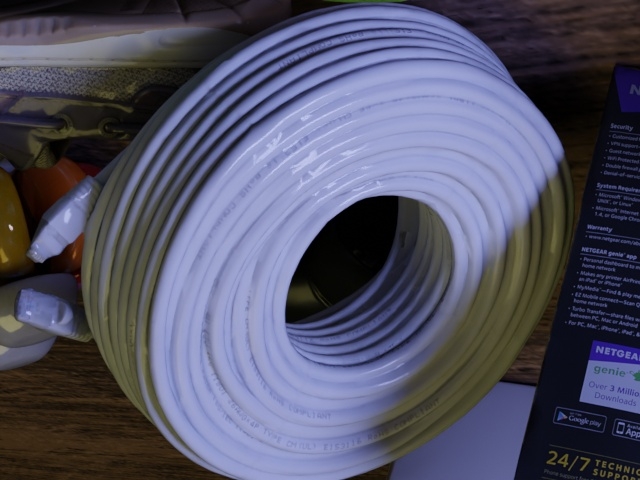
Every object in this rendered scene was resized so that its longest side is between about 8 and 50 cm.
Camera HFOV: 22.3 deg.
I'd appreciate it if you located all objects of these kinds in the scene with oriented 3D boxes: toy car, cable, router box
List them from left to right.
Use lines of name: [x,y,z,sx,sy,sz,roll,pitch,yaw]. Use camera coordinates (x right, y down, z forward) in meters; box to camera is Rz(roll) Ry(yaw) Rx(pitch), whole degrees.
toy car: [-0.200,-0.004,1.145,0.136,0.159,0.182,-15,169,-22]
cable: [0.009,0.005,0.820,0.257,0.257,0.089,37,-174,-42]
router box: [0.179,0.086,0.898,0.081,0.243,0.309,11,158,16]

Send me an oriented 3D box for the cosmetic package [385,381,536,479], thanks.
cosmetic package: [0.253,0.231,1.331,0.365,0.155,0.197,8,157,25]

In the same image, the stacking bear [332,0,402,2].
stacking bear: [0.048,-0.155,0.528,0.289,0.164,0.175,8,158,10]

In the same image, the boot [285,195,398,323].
boot: [0.000,0.000,1.021,0.246,0.094,0.207,12,163,-5]

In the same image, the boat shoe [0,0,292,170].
boat shoe: [-0.150,-0.081,0.849,0.285,0.103,0.092,-3,113,11]
